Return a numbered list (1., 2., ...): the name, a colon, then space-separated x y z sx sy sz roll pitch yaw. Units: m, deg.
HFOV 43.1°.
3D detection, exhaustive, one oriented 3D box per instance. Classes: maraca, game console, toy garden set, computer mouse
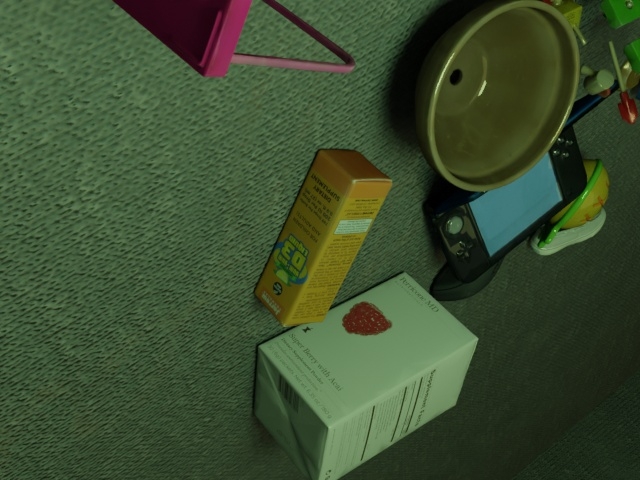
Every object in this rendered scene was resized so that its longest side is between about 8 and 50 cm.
1. maraca: 0.442 -0.066 1.441 0.185 0.099 0.127 -59 174 26
2. game console: 0.322 -0.077 1.217 0.293 0.173 0.250 -37 123 -12
3. toy garden set: 0.403 -0.273 1.099 0.204 0.244 0.049 -29 -177 -20
4. computer mouse: 0.289 0.004 1.386 0.262 0.060 0.184 -45 148 -2

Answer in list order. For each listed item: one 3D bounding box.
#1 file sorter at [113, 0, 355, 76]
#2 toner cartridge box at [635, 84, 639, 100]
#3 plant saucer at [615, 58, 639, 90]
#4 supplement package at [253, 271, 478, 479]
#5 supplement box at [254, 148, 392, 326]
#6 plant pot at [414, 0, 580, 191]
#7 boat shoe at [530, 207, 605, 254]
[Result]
1. file sorter: -0.029 -0.293 0.590 0.182 0.202 0.290 -9 132 -47
2. toner cartridge box: 0.634 -0.389 1.316 0.165 0.075 0.348 -35 145 -28
3. plant saucer: 0.539 -0.289 1.387 0.083 0.015 0.083 -29 143 -24
4. supplement package: 0.066 0.210 1.254 0.293 0.177 0.175 -24 141 -30
5. supplement box: 0.000 0.000 1.047 0.080 0.078 0.233 -6 130 -44
6. plant pot: 0.198 -0.189 1.009 0.237 0.110 0.237 -17 124 -27
7. boat shoe: 0.482 -0.036 1.564 0.184 0.066 0.063 -20 141 -19
